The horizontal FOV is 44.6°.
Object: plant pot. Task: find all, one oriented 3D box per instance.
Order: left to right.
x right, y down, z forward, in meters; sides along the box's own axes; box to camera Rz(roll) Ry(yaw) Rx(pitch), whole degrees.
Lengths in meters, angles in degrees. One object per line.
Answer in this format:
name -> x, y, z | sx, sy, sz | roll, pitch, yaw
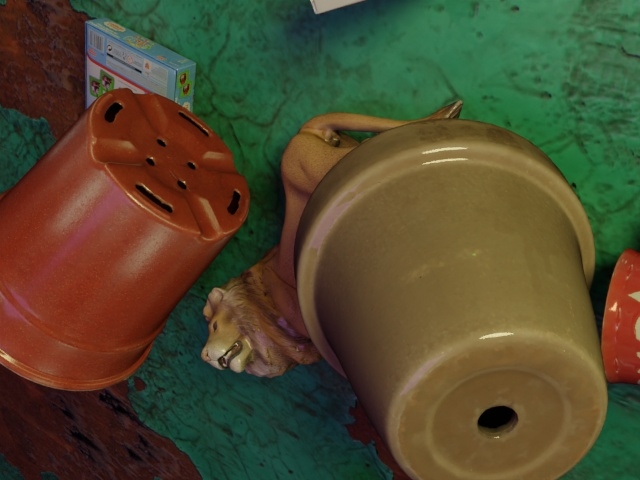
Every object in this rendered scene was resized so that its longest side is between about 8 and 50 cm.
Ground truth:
plant pot -> -0.236, -0.012, 0.888 | 0.265, 0.272, 0.272 | -41, 83, 31
plant pot -> 0.112, 0.064, 0.606 | 0.263, 0.229, 0.263 | -2, 118, -3

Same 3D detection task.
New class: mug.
mug -> 0.313, 0.056, 0.590 | 0.169, 0.113, 0.150 | 9, 119, 34

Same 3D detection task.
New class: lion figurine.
lion figurine -> 0.000, 0.000, 0.831 | 0.240, 0.142, 0.392 | 33, 116, 33

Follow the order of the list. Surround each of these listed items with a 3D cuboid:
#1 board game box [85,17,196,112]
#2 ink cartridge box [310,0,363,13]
board game box -> -0.234, -0.154, 0.994 | 0.160, 0.039, 0.211 | 30, 128, 23
ink cartridge box -> 0.055, -0.231, 0.646 | 0.088, 0.122, 0.052 | -3, 110, 42
